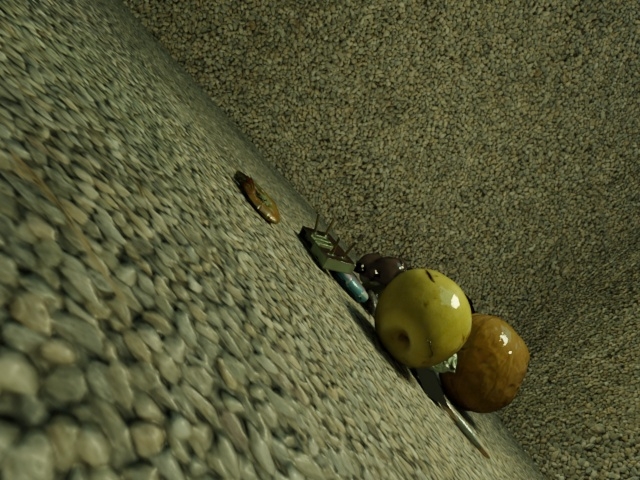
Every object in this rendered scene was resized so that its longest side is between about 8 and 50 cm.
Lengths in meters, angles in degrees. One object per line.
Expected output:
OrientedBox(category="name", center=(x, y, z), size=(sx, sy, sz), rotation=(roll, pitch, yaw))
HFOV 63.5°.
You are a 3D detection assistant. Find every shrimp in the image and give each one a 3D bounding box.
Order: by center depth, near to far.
OrientedBox(category="shrimp", center=(-0.192, -0.134, 1.551), size=(0.217, 0.051, 0.115), rotation=(52, 8, 17))
OrientedBox(category="shrimp", center=(0.188, 0.220, 1.951), size=(0.165, 0.056, 0.065), rotation=(-100, -172, -66))

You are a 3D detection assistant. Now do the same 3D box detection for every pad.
OrientedBox(category="pad", center=(0.356, 0.465, 1.674), size=(0.112, 0.003, 0.157), rotation=(35, 20, -23))

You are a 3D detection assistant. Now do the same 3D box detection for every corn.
OrientedBox(category="corn", center=(0.247, 0.222, 2.060), size=(0.122, 0.123, 0.305), rotation=(31, 0, -18))

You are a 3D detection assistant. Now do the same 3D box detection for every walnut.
OrientedBox(category="walnut", center=(0.642, 0.492, 2.076), size=(0.308, 0.398, 0.354), rotation=(24, -9, -2))

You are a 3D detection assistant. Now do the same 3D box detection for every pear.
OrientedBox(category="pear", center=(0.308, 0.243, 1.594), size=(0.309, 0.309, 0.309), rotation=(48, 5, -5))

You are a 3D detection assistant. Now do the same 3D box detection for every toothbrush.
OrientedBox(category="toothbrush", center=(0.410, 0.539, 1.667), size=(0.375, 0.028, 0.037), rotation=(50, 11, 21))

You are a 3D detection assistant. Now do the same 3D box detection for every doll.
OrientedBox(category="doll", center=(0.245, 0.114, 2.018), size=(0.257, 0.117, 0.182), rotation=(6, 10, 41))

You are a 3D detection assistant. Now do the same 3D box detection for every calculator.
OrientedBox(category="calculator", center=(0.097, 0.137, 1.958), size=(0.173, 0.051, 0.293), rotation=(46, 5, -17))

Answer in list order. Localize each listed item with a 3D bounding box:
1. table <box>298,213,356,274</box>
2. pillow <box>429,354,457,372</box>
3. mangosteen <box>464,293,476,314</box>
OrientedBox(category="table", center=(0.034, 0.004, 1.814), size=(0.121, 0.111, 0.240), rotation=(15, 21, -31))
OrientedBox(category="pillow", center=(0.376, 0.383, 1.992), size=(0.283, 0.138, 0.310), rotation=(36, 2, -6))
OrientedBox(category="mangosteen", center=(0.653, 0.425, 2.734), size=(0.381, 0.381, 0.421), rotation=(48, 4, -2))
